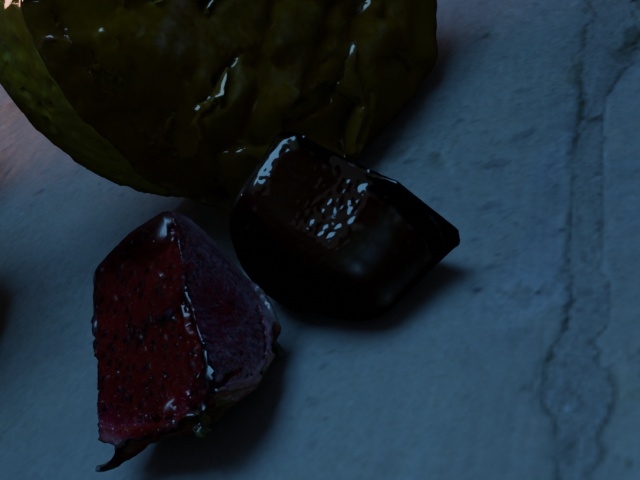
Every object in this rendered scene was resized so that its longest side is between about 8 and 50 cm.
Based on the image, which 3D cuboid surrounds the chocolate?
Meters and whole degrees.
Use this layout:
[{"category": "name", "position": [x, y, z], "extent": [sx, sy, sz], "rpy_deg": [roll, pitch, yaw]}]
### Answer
[{"category": "chocolate", "position": [0.000, 0.000, 0.710], "extent": [0.149, 0.125, 0.080], "rpy_deg": [13, 64, 43]}]

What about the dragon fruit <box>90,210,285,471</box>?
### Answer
[{"category": "dragon fruit", "position": [-0.078, 0.067, 0.694], "extent": [0.102, 0.096, 0.147], "rpy_deg": [-24, 59, 25]}]

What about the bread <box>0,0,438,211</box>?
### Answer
[{"category": "bread", "position": [-0.089, -0.212, 0.879], "extent": [0.215, 0.398, 0.398], "rpy_deg": [-9, 32, 51]}]
